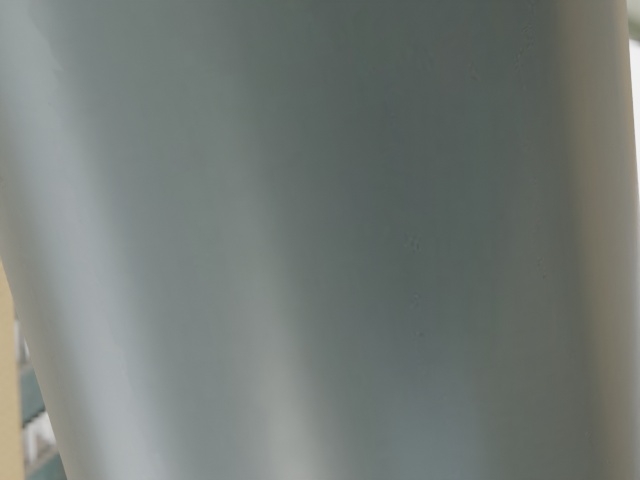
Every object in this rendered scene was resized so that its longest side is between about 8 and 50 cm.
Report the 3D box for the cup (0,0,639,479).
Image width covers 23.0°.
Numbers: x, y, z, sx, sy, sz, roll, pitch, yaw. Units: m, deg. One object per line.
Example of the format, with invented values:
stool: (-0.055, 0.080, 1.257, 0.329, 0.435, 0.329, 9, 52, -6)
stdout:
cup: (0.000, 0.000, 0.503, 0.205, 0.312, 0.205, -8, -156, 4)
